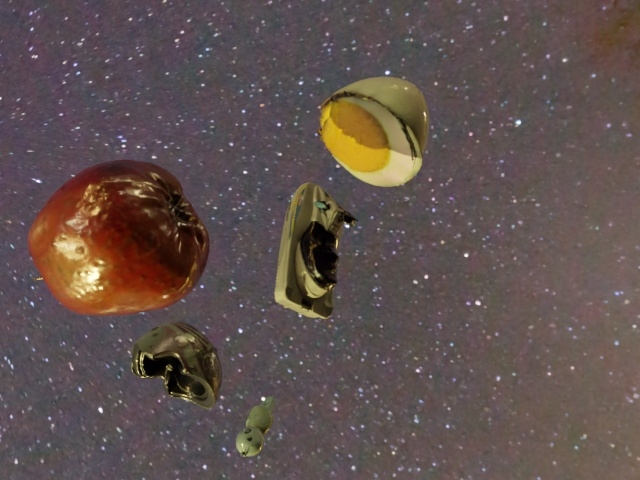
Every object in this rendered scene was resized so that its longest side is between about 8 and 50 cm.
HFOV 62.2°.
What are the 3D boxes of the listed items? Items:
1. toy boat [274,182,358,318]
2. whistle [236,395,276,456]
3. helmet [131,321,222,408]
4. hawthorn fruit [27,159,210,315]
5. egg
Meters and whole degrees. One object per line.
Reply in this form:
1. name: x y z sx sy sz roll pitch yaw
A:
1. toy boat: -0.005 0.006 1.010 0.140 0.140 0.270 30 -115 -36
2. whistle: -0.080 0.235 0.675 0.100 0.035 0.035 -58 -45 -59
3. helmet: -0.246 0.212 0.957 0.176 0.153 0.107 33 -131 -7
4. hawthorn fruit: -0.234 0.009 0.594 0.200 0.179 0.179 -30 -60 8
5. egg: 0.142 -0.271 1.261 0.264 0.286 0.174 47 -121 -12
